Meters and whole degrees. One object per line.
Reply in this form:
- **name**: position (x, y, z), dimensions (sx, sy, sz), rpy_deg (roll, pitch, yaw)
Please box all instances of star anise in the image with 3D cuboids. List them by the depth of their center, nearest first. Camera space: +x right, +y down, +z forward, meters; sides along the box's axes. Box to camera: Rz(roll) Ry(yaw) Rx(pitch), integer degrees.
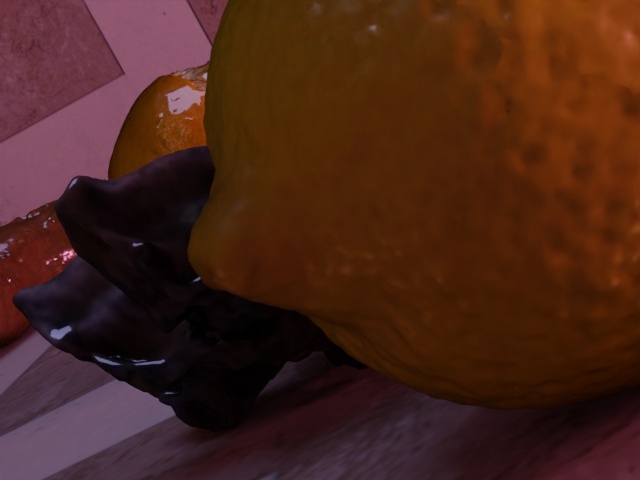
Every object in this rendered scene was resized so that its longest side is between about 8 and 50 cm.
- **star anise**: position (-0.001, 0.001, 0.655), dimensions (0.223, 0.109, 0.236), rpy_deg (-28, -11, -30)

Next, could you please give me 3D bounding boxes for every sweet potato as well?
- **sweet potato**: position (-0.258, 0.020, 1.441), dimensions (0.106, 0.095, 0.354), rpy_deg (-28, 6, 40)

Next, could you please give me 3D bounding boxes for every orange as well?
- **orange**: position (-0.043, -0.031, 0.897), dimensions (0.156, 0.156, 0.134), rpy_deg (-33, 50, -26)

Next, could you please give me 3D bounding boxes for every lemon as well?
- **lemon**: position (0.067, -0.044, 0.470), dimensions (0.244, 0.186, 0.187), rpy_deg (-31, 8, -26)
